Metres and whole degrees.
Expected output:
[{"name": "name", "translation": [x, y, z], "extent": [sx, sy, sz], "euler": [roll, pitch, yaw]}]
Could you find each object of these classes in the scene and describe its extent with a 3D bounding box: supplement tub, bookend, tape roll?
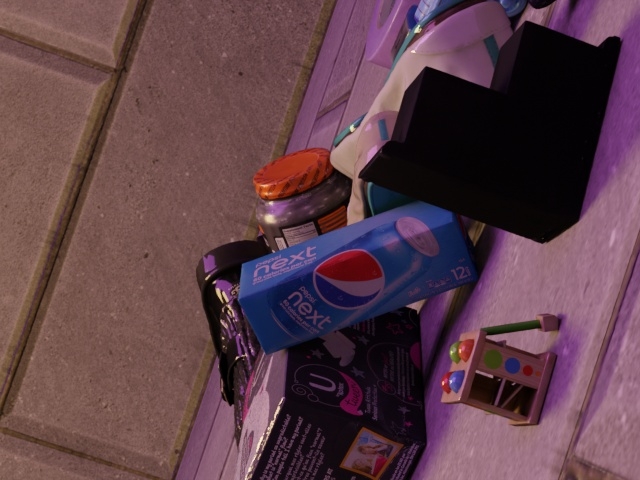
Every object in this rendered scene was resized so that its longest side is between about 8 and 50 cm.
[{"name": "supplement tub", "translation": [0.000, 0.000, 1.664], "extent": [0.117, 0.117, 0.190], "euler": [-91, -19, -69]}, {"name": "bookend", "translation": [0.129, -0.100, 1.138], "extent": [0.072, 0.157, 0.156], "euler": [132, 155, -71]}, {"name": "tape roll", "translation": [0.146, -0.344, 1.900], "extent": [0.275, 0.090, 0.274], "euler": [-162, 90, -83]}]

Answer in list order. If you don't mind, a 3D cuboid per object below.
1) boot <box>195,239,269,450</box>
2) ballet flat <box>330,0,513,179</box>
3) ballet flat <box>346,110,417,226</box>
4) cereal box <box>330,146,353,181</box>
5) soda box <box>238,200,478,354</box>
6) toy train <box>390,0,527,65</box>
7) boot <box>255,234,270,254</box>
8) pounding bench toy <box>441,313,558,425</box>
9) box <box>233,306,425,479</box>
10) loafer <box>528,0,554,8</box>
[{"name": "boot", "translation": [-0.060, 0.187, 1.931], "extent": [0.348, 0.131, 0.260], "euler": [64, -177, -58]}, {"name": "ballet flat", "translation": [0.105, -0.106, 1.464], "extent": [0.400, 0.139, 0.139], "euler": [129, 159, -70]}, {"name": "ballet flat", "translation": [0.062, -0.038, 1.440], "extent": [0.248, 0.086, 0.086], "euler": [94, -170, -59]}, {"name": "cereal box", "translation": [0.013, -0.029, 2.009], "extent": [0.240, 0.047, 0.173], "euler": [-63, -16, -75]}, {"name": "soda box", "translation": [0.034, 0.029, 1.362], "extent": [0.071, 0.210, 0.067], "euler": [-87, -26, -63]}, {"name": "toy train", "translation": [0.145, -0.234, 1.556], "extent": [0.080, 0.105, 0.184], "euler": [-82, 13, -54]}, {"name": "boot", "translation": [-0.050, 0.067, 2.278], "extent": [0.305, 0.112, 0.115], "euler": [-106, 25, -74]}, {"name": "pounding bench toy", "translation": [0.126, 0.082, 1.055], "extent": [0.052, 0.065, 0.083], "euler": [143, 146, -77]}, {"name": "box", "translation": [0.004, 0.168, 1.441], "extent": [0.247, 0.142, 0.163], "euler": [-85, 16, -63]}, {"name": "loafer", "translation": [0.204, -0.292, 1.386], "extent": [0.078, 0.076, 0.223], "euler": [-57, 18, 34]}]
